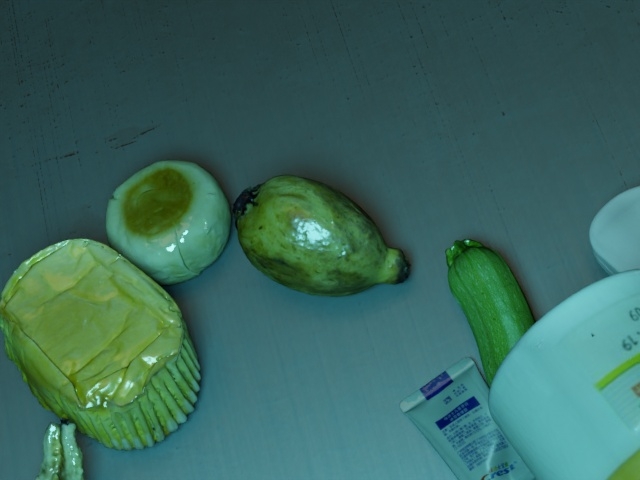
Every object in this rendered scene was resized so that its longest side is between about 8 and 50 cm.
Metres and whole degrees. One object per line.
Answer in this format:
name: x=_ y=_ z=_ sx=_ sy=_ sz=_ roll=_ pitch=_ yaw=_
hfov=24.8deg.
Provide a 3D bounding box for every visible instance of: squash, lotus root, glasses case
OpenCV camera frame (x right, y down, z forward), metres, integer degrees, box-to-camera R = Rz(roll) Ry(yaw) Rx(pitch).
squash: x=0.195 y=0.088 z=1.602 sx=0.077 sy=0.068 sz=0.219 roll=-24 pitch=56 yaw=3
lotus root: x=0.000 y=0.000 z=1.673 sx=0.214 sy=0.138 sz=0.138 roll=20 pitch=66 yaw=13
glasses case: x=0.409 y=0.055 z=1.558 sx=0.113 sy=0.075 sz=0.297 roll=-36 pitch=56 yaw=-6

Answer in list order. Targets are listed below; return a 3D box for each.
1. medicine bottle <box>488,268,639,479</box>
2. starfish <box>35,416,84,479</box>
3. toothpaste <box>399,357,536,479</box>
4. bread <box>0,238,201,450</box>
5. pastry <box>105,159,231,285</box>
medicine bottle: x=0.318 y=0.183 z=1.409 sx=0.238 sy=0.238 sz=0.232 roll=-31 pitch=56 yaw=-4
starfish: x=-0.293 y=0.382 z=1.544 sx=0.432 sy=0.082 sz=0.324 roll=-33 pitch=62 yaw=6
toothpaste: x=0.187 y=0.236 z=1.532 sx=0.096 sy=0.061 sz=0.266 roll=-34 pitch=50 yaw=-4
bread: x=-0.252 y=0.123 z=1.667 sx=0.250 sy=0.133 sz=0.179 roll=35 pitch=70 yaw=27
pastry: x=-0.184 y=-0.022 z=1.763 sx=0.156 sy=0.092 sz=0.156 roll=-6 pitch=56 yaw=10
